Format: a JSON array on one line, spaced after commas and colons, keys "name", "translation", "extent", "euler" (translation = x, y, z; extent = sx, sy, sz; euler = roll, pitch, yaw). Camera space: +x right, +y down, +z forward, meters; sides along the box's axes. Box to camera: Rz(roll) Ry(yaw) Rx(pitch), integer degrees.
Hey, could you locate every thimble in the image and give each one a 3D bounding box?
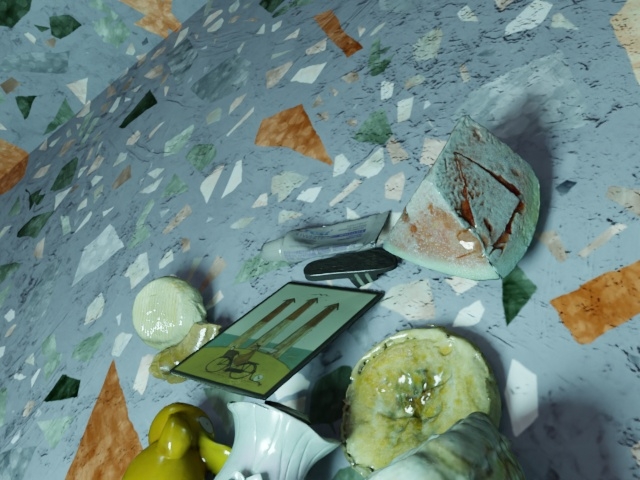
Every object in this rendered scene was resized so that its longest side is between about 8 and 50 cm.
[{"name": "thimble", "translation": [0.127, 0.342, 0.766], "extent": [0.291, 0.291, 0.195], "euler": [-34, 71, 16]}]

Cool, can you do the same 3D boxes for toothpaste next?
[{"name": "toothpaste", "translation": [0.000, 0.002, 1.322], "extent": [0.282, 0.068, 0.099], "euler": [-13, 58, 32]}]

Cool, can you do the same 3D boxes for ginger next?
[{"name": "ginger", "translation": [-0.268, 0.231, 1.357], "extent": [0.190, 0.095, 0.069], "euler": [-33, 23, 15]}]

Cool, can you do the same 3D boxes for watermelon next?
[{"name": "watermelon", "translation": [0.209, -0.068, 1.095], "extent": [0.261, 0.201, 0.213], "euler": [6, 55, 48]}]

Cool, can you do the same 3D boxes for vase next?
[{"name": "vase", "translation": [-0.129, 0.455, 0.955], "extent": [0.250, 0.250, 0.445], "euler": [2, 60, 42]}]

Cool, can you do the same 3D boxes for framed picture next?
[{"name": "framed picture", "translation": [-0.073, 0.163, 1.167], "extent": [0.244, 0.013, 0.324], "euler": [3, 29, 42]}]

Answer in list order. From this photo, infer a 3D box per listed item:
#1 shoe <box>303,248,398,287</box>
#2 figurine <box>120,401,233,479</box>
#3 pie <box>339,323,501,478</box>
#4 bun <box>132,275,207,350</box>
[{"name": "shoe", "translation": [0.059, 0.060, 1.236], "extent": [0.179, 0.049, 0.071], "euler": [-8, 31, 14]}, {"name": "figurine", "translation": [-0.251, 0.395, 1.131], "extent": [0.215, 0.215, 0.228], "euler": [2, 30, 42]}, {"name": "pie", "translation": [0.143, 0.253, 1.007], "extent": [0.274, 0.055, 0.274], "euler": [-23, 46, 26]}, {"name": "bun", "translation": [-0.322, 0.162, 1.450], "extent": [0.188, 0.111, 0.164], "euler": [-9, 71, 33]}]
